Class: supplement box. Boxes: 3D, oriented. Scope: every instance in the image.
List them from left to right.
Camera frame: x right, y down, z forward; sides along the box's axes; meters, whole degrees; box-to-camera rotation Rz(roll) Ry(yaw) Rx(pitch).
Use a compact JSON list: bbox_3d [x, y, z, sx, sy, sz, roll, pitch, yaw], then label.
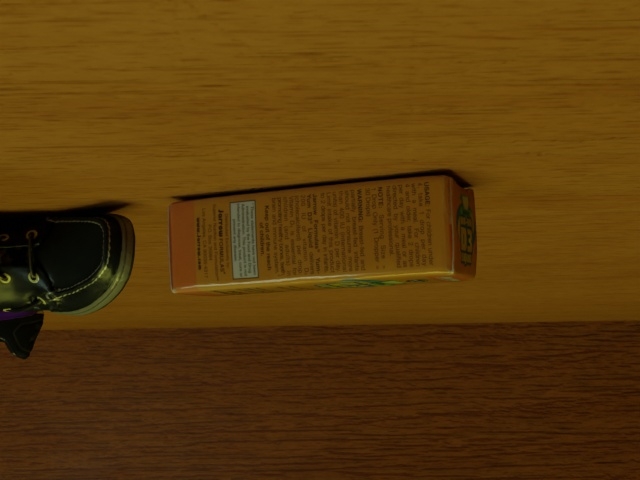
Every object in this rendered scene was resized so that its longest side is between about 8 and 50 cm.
[{"bbox_3d":[0.000,0.000,0.755,0.233,0.080,0.078,-7,172,22],"label":"supplement box"}]

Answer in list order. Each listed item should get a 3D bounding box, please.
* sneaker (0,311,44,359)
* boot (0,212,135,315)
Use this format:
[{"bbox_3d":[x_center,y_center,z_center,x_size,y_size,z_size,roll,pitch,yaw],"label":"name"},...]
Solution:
[{"bbox_3d":[-0.459,0.092,1.084,0.293,0.146,0.102,0,171,-9],"label":"sneaker"},{"bbox_3d":[-0.287,0.015,0.811,0.236,0.085,0.179,-10,165,41],"label":"boot"}]
